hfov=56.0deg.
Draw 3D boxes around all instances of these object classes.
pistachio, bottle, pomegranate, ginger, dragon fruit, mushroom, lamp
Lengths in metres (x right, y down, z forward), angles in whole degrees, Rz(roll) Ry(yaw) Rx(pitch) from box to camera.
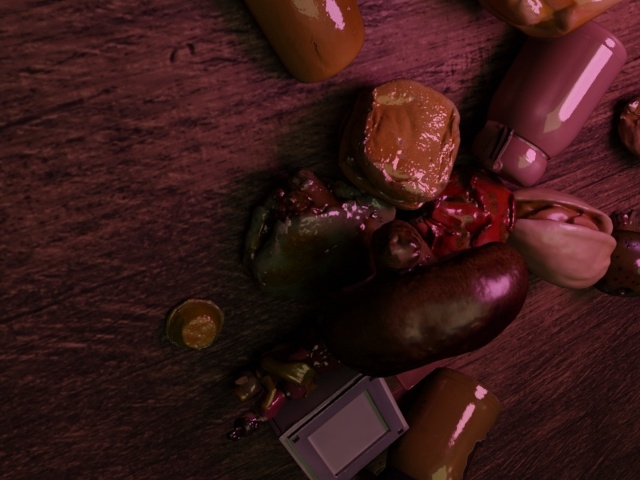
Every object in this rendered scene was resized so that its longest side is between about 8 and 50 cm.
[{"bbox_3d":[0.485,-0.008,1.260,0.318,0.214,0.193,24,56,-27],"label":"pistachio"},{"bbox_3d":[0.230,0.457,1.270,0.351,0.172,0.171,-53,130,-22],"label":"bottle"},{"bbox_3d":[0.734,0.039,1.437,0.210,0.179,0.179,-46,128,-20],"label":"pomegranate"},{"bbox_3d":[0.764,-0.238,1.343,0.267,0.152,0.138,12,135,-39],"label":"ginger"},{"bbox_3d":[0.245,-0.031,1.132,0.212,0.134,0.262,21,100,-33],"label":"dragon fruit"},{"bbox_3d":[0.168,0.113,1.007,0.345,0.345,0.239,15,72,-35],"label":"mushroom"},{"bbox_3d":[0.391,-0.249,1.085,0.296,0.173,0.206,-58,151,8],"label":"bottle"},{"bbox_3d":[-0.077,0.251,1.088,0.253,0.118,0.118,-35,125,-12],"label":"lamp"}]

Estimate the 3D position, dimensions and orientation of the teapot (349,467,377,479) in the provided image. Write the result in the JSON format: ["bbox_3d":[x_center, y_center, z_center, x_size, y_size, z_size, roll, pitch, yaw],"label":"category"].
[{"bbox_3d":[0.110,0.609,1.344,0.318,0.149,0.219,-8,118,-26],"label":"teapot"}]

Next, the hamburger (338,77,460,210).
[{"bbox_3d":[0.133,-0.159,0.976,0.214,0.108,0.213,8,73,-27],"label":"hamburger"}]

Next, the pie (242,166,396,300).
[{"bbox_3d":[-0.002,0.008,1.035,0.275,0.105,0.257,13,119,-33],"label":"pie"}]

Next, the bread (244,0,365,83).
[{"bbox_3d":[-0.017,-0.330,0.857,0.147,0.098,0.217,-42,126,-2],"label":"bread"}]

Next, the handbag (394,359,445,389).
[{"bbox_3d":[0.223,0.203,1.275,0.212,0.059,0.157,-37,126,-9],"label":"handbag"}]

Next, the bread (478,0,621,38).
[{"bbox_3d":[0.352,-0.483,0.937,0.270,0.211,0.315,-30,121,14],"label":"bread"}]

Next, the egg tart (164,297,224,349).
[{"bbox_3d":[-0.207,0.145,1.005,0.105,0.039,0.105,-13,119,-24],"label":"egg tart"}]

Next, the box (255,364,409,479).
[{"bbox_3d":[0.032,0.351,1.194,0.225,0.117,0.225,-36,125,-12],"label":"box"}]
